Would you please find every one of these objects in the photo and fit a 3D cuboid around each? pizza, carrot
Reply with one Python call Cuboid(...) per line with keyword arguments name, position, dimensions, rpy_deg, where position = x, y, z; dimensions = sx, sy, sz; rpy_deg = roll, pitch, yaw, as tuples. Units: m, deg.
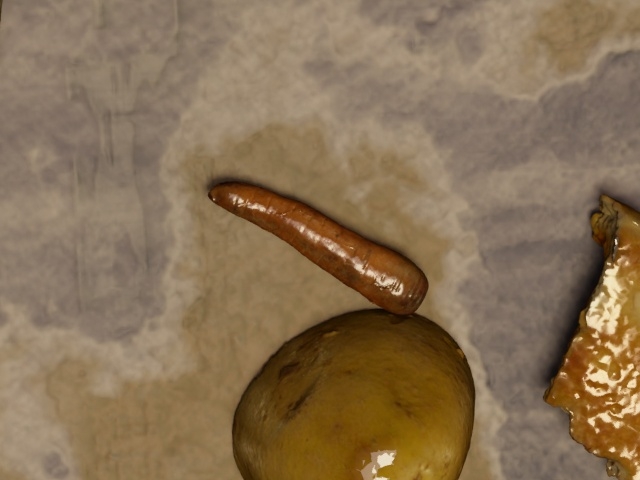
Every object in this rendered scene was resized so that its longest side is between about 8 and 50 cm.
Cuboid(name="pizza", position=(0.291, 0.136, 1.554), dimensions=(0.182, 0.074, 0.365), rpy_deg=(-34, 99, -2))
Cuboid(name="carrot", position=(0.000, 0.000, 1.524), dimensions=(0.191, 0.047, 0.047), rpy_deg=(31, 94, -7))

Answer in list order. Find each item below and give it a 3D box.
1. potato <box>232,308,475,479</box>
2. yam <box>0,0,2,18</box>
Cuboid(name="potato", position=(0.039, 0.156, 1.497), dimensions=(0.203, 0.158, 0.178), rpy_deg=(-14, 99, -7))
Cuboid(name="yam", position=(-0.269, -0.191, 1.472), dimensions=(0.054, 0.054, 0.132), rpy_deg=(5, 97, -6))
